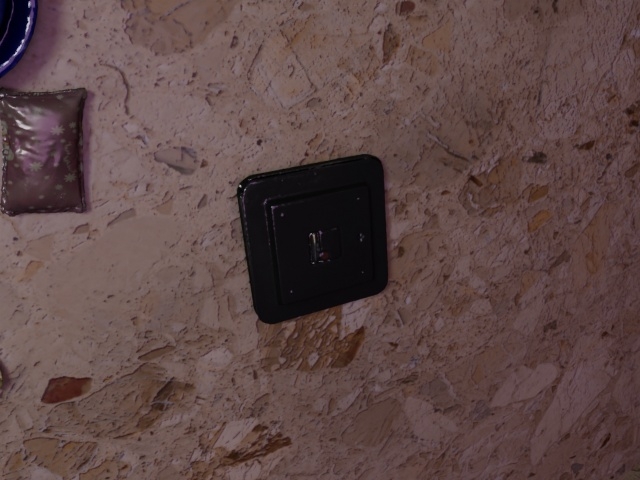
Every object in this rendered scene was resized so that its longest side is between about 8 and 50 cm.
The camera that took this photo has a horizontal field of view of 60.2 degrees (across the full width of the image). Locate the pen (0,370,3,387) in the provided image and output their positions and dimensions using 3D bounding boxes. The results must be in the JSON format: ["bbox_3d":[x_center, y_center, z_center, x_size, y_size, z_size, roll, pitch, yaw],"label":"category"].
[{"bbox_3d":[-0.540,0.134,0.790,0.040,0.032,0.233,-48,123,-31],"label":"pen"}]

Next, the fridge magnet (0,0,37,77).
[{"bbox_3d":[-0.470,-0.296,0.629,0.266,0.113,0.265,-9,111,-23],"label":"fridge magnet"}]

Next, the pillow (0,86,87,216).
[{"bbox_3d":[-0.385,-0.121,0.770,0.118,0.043,0.184,-3,109,-27],"label":"pillow"}]

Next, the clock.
[{"bbox_3d":[0.000,0.000,0.992,0.274,0.049,0.278,-15,113,-21],"label":"clock"}]
